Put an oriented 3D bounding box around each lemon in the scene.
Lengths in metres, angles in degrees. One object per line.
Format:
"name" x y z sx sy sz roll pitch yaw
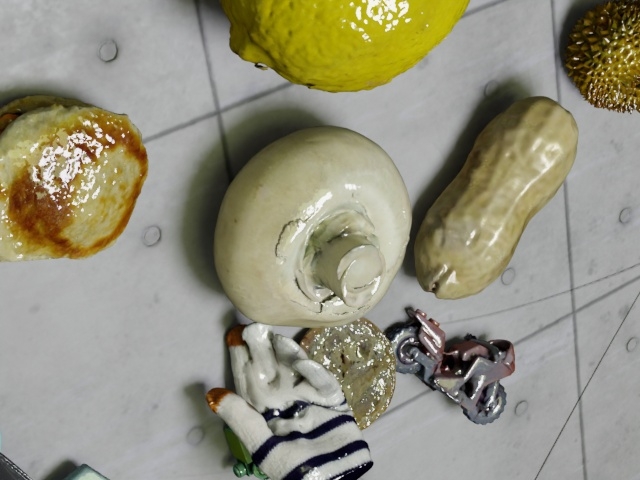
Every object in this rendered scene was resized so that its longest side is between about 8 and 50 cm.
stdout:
"lemon" 0.035 -0.298 1.461 0.322 0.268 0.268 -50 130 -8

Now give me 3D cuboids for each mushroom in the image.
"mushroom" 0.000 0.000 1.603 0.246 0.202 0.246 -14 124 -22

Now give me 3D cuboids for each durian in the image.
"durian" 0.393 -0.243 1.839 0.158 0.137 0.168 8 119 -18

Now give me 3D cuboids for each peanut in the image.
"peanut" 0.218 -0.052 1.793 0.130 0.130 0.290 36 88 -40

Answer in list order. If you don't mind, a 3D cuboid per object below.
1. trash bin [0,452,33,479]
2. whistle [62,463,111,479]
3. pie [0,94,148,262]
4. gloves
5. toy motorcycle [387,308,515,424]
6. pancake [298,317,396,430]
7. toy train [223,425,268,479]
"trash bin" -0.397 0.358 1.433 0.290 0.182 0.209 -34 115 10
"whistle" -0.325 0.377 1.593 0.186 0.093 0.274 35 83 -14
"pie" -0.268 -0.057 1.453 0.205 0.084 0.178 -2 110 -39
"gloves" -0.038 0.197 1.682 0.140 0.218 0.131 -35 161 9
"toy motorcycle" 0.179 0.156 1.879 0.212 0.084 0.118 34 88 -28
"pancake" 0.030 0.166 1.780 0.158 0.028 0.158 0 91 -33
"toy train" -0.062 0.244 1.759 0.122 0.050 0.081 -30 112 -26
